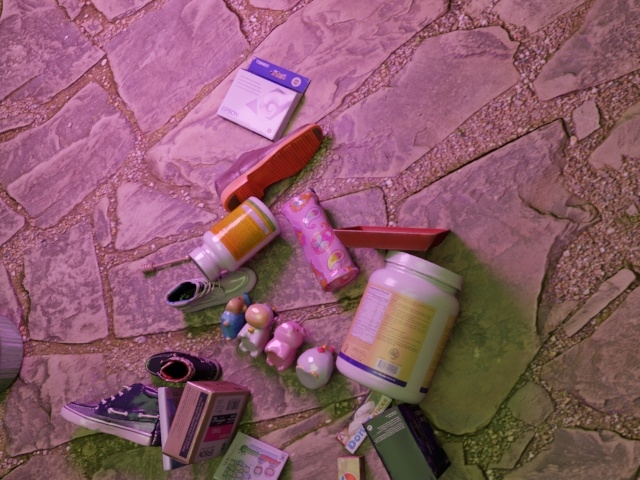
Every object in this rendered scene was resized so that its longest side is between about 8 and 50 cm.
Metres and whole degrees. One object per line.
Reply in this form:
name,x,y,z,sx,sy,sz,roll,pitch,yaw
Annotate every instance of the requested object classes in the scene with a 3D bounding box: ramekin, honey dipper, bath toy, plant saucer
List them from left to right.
ramekin,-1.101,0.363,2.094,0.303,0.148,0.304,-4,78,18
honey dipper,-0.471,0.070,2.009,0.160,0.030,0.031,-13,76,13
bath toy,-0.105,0.270,1.804,0.348,0.151,0.129,27,46,22
plant saucer,0.189,-0.007,1.692,0.259,0.258,0.048,2,94,19

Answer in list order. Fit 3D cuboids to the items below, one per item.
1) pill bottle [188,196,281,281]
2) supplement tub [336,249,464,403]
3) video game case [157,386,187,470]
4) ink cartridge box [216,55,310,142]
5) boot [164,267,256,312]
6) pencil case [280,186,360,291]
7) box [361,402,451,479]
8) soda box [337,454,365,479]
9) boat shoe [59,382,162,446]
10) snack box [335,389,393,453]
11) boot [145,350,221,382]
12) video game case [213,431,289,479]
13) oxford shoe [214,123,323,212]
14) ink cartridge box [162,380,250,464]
pill bottle,-0.244,0.001,1.852,0.245,0.136,0.136,-40,69,-15
supplement tub,0.203,0.212,1.645,0.241,0.241,0.331,21,86,21
video game case,-0.390,0.511,1.806,0.023,0.193,0.213,-10,76,8
ink cartridge box,-0.175,-0.437,2.002,0.223,0.045,0.224,27,88,21
boot,-0.317,0.142,1.892,0.258,0.123,0.095,-24,73,12
pencil case,0.000,0.000,1.822,0.124,0.124,0.284,-32,71,10
box,0.212,0.491,1.575,0.103,0.261,0.184,-30,72,11
soda box,0.082,0.650,1.696,0.061,0.058,0.181,-5,77,17
boat shoe,-0.587,0.485,1.926,0.340,0.127,0.158,12,77,12
snack box,0.116,0.471,1.739,0.064,0.022,0.178,36,92,20
boot,-0.421,0.355,1.854,0.236,0.178,0.085,3,80,18
video game case,-0.184,0.605,1.762,0.157,0.019,0.143,20,49,13
oxford shoe,-0.159,-0.239,1.919,0.363,0.130,0.133,-36,54,0
ink cartridge box,-0.298,0.480,1.760,0.088,0.234,0.193,16,85,21
